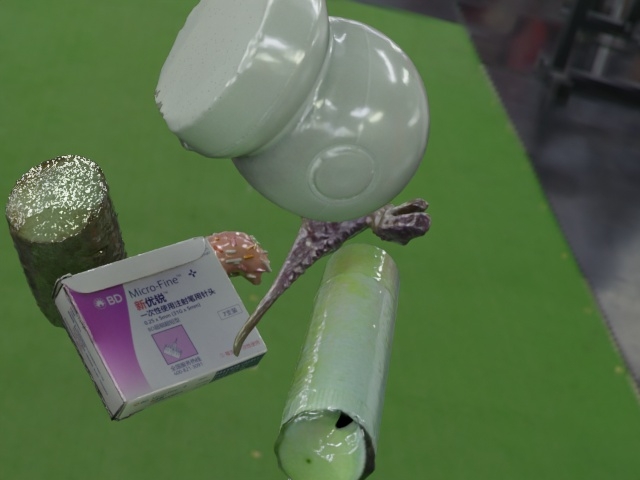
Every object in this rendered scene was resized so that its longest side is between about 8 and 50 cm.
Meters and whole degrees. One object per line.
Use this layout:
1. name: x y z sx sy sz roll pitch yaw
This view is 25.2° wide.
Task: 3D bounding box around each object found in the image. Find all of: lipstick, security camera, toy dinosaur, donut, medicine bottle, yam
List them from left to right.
1. yam: -0.361 0.011 2.074 0.161 0.268 0.161 -2 53 3
2. medicine bottle: -0.187 0.098 1.654 0.201 0.052 0.171 -18 70 -32
3. donut: -0.149 0.053 1.954 0.065 0.166 0.117 28 -7 47
4. security camera: -0.007 -0.125 1.285 0.236 0.194 0.194 29 14 -30
5. toy dinosaur: -0.001 -0.004 1.572 0.251 0.072 0.200 -22 36 6
6. lipstick: 0.020 0.091 1.126 0.076 0.076 0.304 15 25 1
